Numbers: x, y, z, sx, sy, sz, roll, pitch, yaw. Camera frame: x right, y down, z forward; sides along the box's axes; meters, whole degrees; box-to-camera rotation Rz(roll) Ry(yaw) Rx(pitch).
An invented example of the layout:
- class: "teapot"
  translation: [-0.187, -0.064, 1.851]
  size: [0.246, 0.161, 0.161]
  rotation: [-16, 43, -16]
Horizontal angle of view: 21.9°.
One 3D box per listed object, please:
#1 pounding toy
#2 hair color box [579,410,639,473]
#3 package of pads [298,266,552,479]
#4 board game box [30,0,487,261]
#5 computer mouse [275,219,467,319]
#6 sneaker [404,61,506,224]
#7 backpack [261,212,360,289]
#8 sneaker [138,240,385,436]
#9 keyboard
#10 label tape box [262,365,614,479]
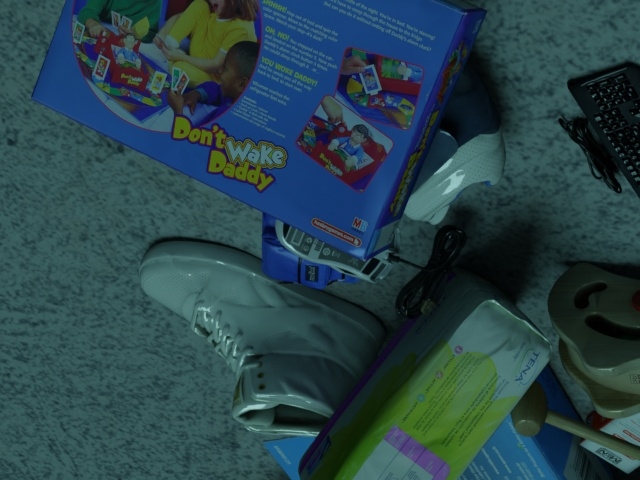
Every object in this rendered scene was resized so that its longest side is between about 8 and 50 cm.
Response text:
- class: "pounding toy"
  translation: [0.322, 0.118, 1.687]
  size: [0.269, 0.154, 0.155]
  rotation: [-13, 131, 10]
- class: "hair color box"
  translation: [0.356, 0.197, 1.819]
  size: [0.072, 0.043, 0.141]
  rotation: [32, 137, -10]
- class: "package of pads"
  translation: [0.098, 0.174, 1.673]
  size: [0.101, 0.229, 0.296]
  rotation: [36, 94, -8]
- class: "board game box"
  translation: [-0.059, -0.163, 1.461]
  size: [0.347, 0.078, 0.233]
  rotation: [26, 106, 14]
- class: "computer mouse"
  translation: [0.043, 0.002, 1.661]
  size: [0.193, 0.106, 0.042]
  rotation: [24, -176, -14]
- class: "sneaker"
  translation: [0.019, -0.087, 1.601]
  size: [0.323, 0.130, 0.236]
  rotation: [-16, 122, 29]
- class: "backpack"
  translation: [0.000, 0.000, 1.729]
  size: [0.120, 0.101, 0.098]
  rotation: [11, 144, 7]
- class: "sneaker"
  translation: [-0.088, 0.115, 1.839]
  size: [0.292, 0.169, 0.108]
  rotation: [20, 141, 5]
- class: "keyboard"
  translation: [0.295, -0.077, 1.561]
  size: [0.100, 0.038, 0.192]
  rotation: [-16, 125, 36]
- class: "label tape box"
  translation: [0.139, 0.252, 1.928]
  size: [0.334, 0.106, 0.240]
  rotation: [-10, 131, 32]
